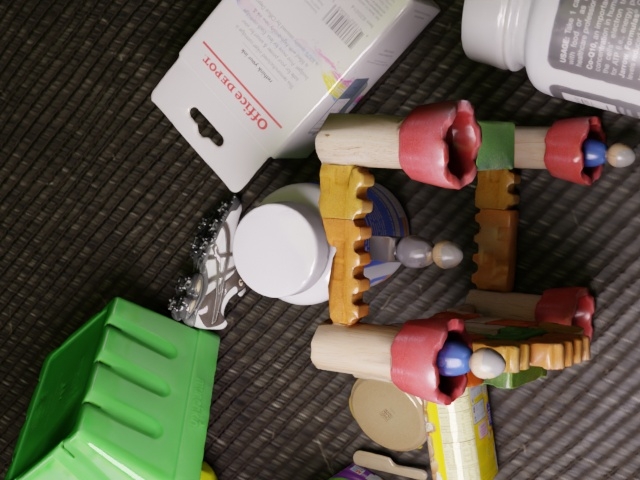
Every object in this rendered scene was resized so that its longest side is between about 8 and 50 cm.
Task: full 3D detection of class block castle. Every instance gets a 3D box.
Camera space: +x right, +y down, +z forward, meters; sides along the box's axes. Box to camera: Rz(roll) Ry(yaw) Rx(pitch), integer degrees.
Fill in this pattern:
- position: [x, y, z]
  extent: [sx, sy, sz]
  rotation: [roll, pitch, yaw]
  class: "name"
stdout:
- position: [0.190, 0.005, 1.263]
  extent: [0.212, 0.453, 0.303]
  rotation: [5, 96, 32]
  class: "block castle"

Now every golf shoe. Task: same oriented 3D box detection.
- position: [-0.142, 0.033, 1.631]
  extent: [0.093, 0.077, 0.198]
  rotation: [24, 84, -22]
  class: "golf shoe"

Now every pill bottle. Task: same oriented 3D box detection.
- position: [0.000, 0.000, 1.444]
  extent: [0.152, 0.272, 0.152]
  rotation: [2, 95, 24]
  class: "pill bottle"
- position: [0.358, -0.247, 1.298]
  extent: [0.361, 0.204, 0.204]
  rotation: [19, 102, 21]
  class: "pill bottle"

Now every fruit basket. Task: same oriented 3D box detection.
- position: [-0.233, 0.318, 1.579]
  extent: [0.283, 0.392, 0.392]
  rotation: [-39, 78, 23]
  class: "fruit basket"

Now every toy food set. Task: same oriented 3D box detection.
- position: [0.094, 0.224, 1.530]
  extent: [0.132, 0.038, 0.192]
  rotation: [9, 118, 32]
  class: "toy food set"

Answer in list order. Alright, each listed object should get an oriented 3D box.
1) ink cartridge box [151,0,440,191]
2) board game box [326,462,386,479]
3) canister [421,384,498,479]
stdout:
- position: [-0.040, -0.252, 1.526]
  extent: [0.353, 0.119, 0.207]
  rotation: [-46, 76, 20]
  class: "ink cartridge box"
- position: [0.023, 0.412, 1.466]
  extent: [0.142, 0.275, 0.144]
  rotation: [25, 105, 21]
  class: "board game box"
- position: [0.177, 0.230, 1.464]
  extent: [0.073, 0.126, 0.170]
  rotation: [-7, 93, 25]
  class: "canister"
